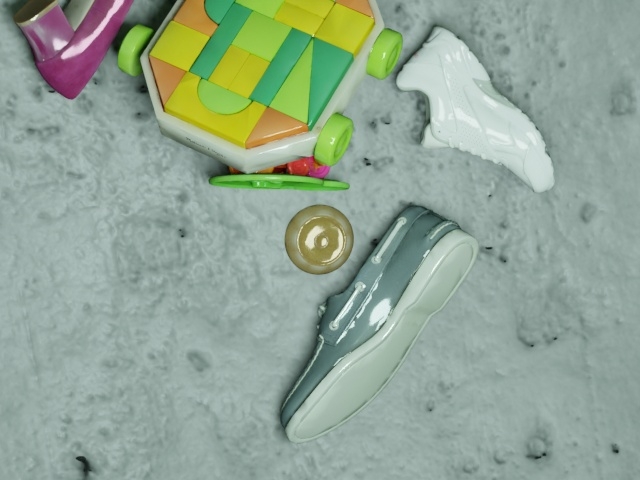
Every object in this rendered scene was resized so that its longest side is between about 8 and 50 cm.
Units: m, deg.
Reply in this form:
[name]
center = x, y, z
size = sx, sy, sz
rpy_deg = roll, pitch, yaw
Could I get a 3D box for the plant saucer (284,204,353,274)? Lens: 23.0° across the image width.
[plant saucer]
center = 0.000, 0.000, 1.843
size = 0.083, 0.015, 0.083
rpy_deg = -1, 97, -11

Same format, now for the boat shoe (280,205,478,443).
[boat shoe]
center = 0.052, 0.097, 1.842
size = 0.099, 0.116, 0.319
rpy_deg = 42, 96, 30

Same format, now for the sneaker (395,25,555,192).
[sneaker]
center = 0.176, -0.132, 1.836
size = 0.115, 0.090, 0.232
rpy_deg = -42, 94, 3

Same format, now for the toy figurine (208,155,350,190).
[toy figurine]
center = -0.041, -0.140, 1.780
size = 0.173, 0.130, 0.159
rpy_deg = 3, 87, -33

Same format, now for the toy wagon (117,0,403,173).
[toy wagon]
center = -0.047, -0.239, 1.716
size = 0.267, 0.068, 0.344
rpy_deg = 25, 70, 14

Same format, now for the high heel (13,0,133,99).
[high heel]
center = -0.218, -0.265, 1.750
size = 0.244, 0.082, 0.117
rpy_deg = -42, 131, -16
